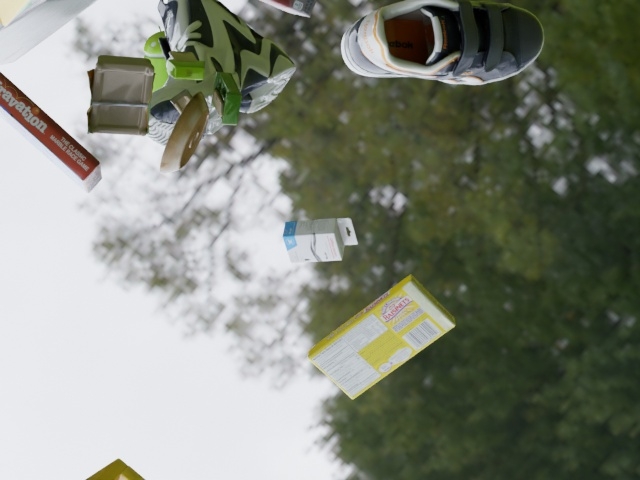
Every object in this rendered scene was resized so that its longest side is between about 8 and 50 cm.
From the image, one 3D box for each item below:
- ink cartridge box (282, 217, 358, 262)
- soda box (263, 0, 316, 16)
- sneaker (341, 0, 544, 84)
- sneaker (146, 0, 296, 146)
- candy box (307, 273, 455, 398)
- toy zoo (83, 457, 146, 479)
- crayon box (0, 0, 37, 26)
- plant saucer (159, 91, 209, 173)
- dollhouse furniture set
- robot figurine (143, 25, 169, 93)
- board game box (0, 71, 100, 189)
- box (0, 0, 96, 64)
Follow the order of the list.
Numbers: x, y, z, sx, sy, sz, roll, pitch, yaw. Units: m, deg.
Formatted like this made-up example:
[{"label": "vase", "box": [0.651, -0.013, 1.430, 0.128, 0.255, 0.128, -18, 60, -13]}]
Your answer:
[{"label": "ink cartridge box", "box": [0.000, 0.000, 1.806, 0.028, 0.083, 0.048, -79, -21, -45]}, {"label": "soda box", "box": [-0.017, -0.432, 1.921, 0.092, 0.263, 0.083, 20, -175, -27]}, {"label": "sneaker", "box": [0.201, -0.295, 2.173, 0.321, 0.126, 0.127, -8, 177, -18]}, {"label": "sneaker", "box": [-0.146, -0.195, 1.569, 0.153, 0.094, 0.235, 46, -135, 11]}, {"label": "candy box", "box": [0.090, 0.146, 2.195, 0.105, 0.206, 0.027, 46, -159, -19]}, {"label": "toy zoo", "box": [-0.197, 0.355, 1.518, 0.293, 0.030, 0.192, 39, -127, 9]}, {"label": "crayon box", "box": [-0.394, -0.436, 1.723, 0.313, 0.106, 0.363, 55, 161, -11]}, {"label": "plant saucer", "box": [-0.121, -0.096, 1.341, 0.015, 0.083, 0.083, 26, -168, 4]}, {"label": "dollhouse furniture set", "box": [-0.156, -0.145, 1.427, 0.152, 0.076, 0.058, 1, -155, -18]}, {"label": "robot figurine", "box": [-0.209, -0.237, 2.025, 0.067, 0.115, 0.101, -14, -160, -31]}, {"label": "board game box", "box": [-0.280, -0.109, 1.467, 0.145, 0.027, 0.281, 41, 174, -6]}, {"label": "box", "box": [-0.510, -0.386, 2.284, 0.168, 0.215, 0.345, 56, -166, -5]}]
